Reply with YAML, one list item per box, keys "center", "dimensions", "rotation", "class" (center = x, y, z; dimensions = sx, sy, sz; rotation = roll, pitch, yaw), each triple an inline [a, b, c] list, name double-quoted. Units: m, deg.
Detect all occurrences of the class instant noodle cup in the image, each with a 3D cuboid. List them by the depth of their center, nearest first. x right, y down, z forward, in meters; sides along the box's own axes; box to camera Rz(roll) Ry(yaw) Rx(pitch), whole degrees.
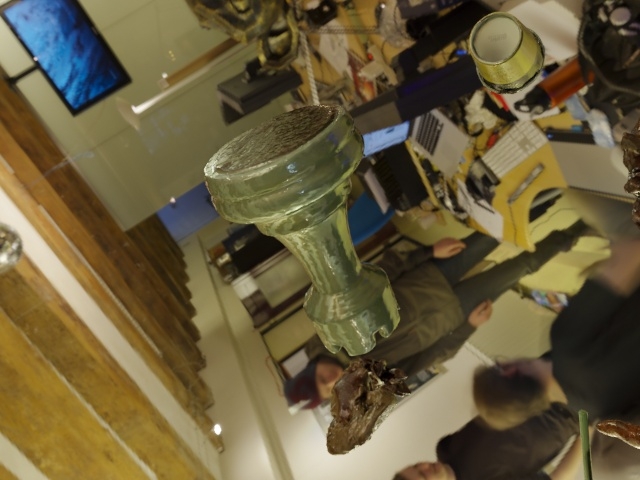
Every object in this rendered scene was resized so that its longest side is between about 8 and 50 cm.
- center: [0.541, -0.564, 1.592]
  dimensions: [0.216, 0.215, 0.236]
  rotation: [54, -155, 18]
  class: "instant noodle cup"

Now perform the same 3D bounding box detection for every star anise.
- center: [0.756, -0.150, 1.183]
  dimensions: [0.108, 0.315, 0.315]
  rotation: [-18, 107, 55]
  class: "star anise"
- center: [0.144, 0.333, 1.296]
  dimensions: [0.167, 0.057, 0.168]
  rotation: [23, 146, 17]
  class: "star anise"

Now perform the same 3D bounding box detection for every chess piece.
- center: [0.000, 0.000, 0.682]
  dimensions: [0.299, 0.194, 0.194]
  rotation: [65, 170, -27]
  class: "chess piece"

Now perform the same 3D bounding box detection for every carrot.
- center: [0.442, 0.269, 0.728]
  dimensions: [0.036, 0.035, 0.165]
  rotation: [56, 161, -2]
  class: "carrot"

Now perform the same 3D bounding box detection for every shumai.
- center: [0.049, 0.273, 0.840]
  dimensions: [0.105, 0.123, 0.139]
  rotation: [31, 125, 24]
  class: "shumai"

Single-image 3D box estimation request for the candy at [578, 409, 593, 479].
- center: [0.317, 0.338, 0.623]
  dimensions: [0.084, 0.077, 0.288]
  rotation: [-20, -76, -61]
  class: "candy"
